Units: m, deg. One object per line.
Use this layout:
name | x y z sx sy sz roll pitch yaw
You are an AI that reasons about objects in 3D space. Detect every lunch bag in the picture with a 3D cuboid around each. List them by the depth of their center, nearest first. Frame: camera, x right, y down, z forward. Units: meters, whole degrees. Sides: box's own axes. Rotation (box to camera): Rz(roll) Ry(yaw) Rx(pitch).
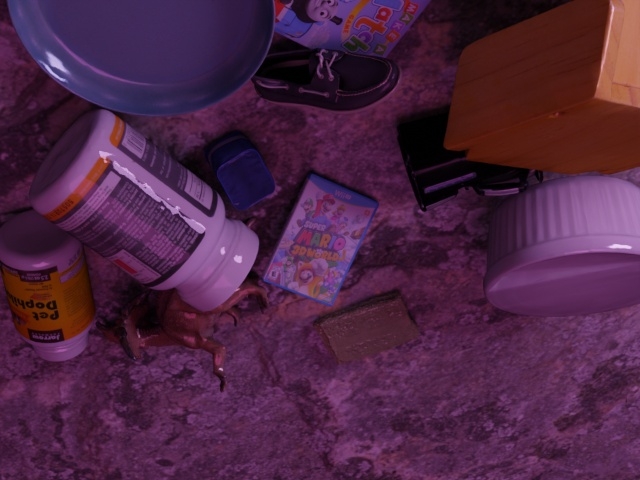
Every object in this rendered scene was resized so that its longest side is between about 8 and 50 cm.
lunch bag | -0.108 -0.094 1.694 0.067 0.065 0.098 -29 131 -4

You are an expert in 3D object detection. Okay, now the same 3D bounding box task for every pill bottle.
pill bottle | -0.226 -0.034 1.638 0.278 0.162 0.162 38 117 -25
pill bottle | -0.381 0.068 1.756 0.117 0.117 0.215 -6 132 -5

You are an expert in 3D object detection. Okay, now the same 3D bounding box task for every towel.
towel | 0.072 0.137 1.961 0.148 0.027 0.110 -20 131 10

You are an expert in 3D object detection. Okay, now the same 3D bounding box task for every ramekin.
ramekin | 0.360 0.008 1.773 0.273 0.127 0.273 -2 159 -1

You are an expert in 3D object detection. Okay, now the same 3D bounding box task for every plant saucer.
plant saucer | -0.211 -0.285 1.490 0.318 0.043 0.317 1 132 1

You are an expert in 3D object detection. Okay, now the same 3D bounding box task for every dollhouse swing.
dollhouse swing | 0.345 -0.271 1.524 0.347 0.304 0.315 3 167 -43

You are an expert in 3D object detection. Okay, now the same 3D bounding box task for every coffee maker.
coffee maker | 0.196 -0.136 1.689 0.178 0.120 0.171 -16 115 3

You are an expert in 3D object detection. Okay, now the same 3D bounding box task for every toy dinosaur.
toy dinosaur | -0.197 0.090 1.813 0.200 0.127 0.295 20 120 -17

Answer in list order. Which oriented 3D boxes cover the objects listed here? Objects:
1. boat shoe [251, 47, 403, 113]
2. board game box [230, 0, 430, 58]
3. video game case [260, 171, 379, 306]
boat shoe | 0.001 -0.203 1.555 0.206 0.075 0.065 3 160 31
board game box | 0.018 -0.307 1.539 0.212 0.039 0.160 22 125 -28
video game case | 0.000 0.000 1.778 0.119 0.015 0.166 22 95 -26
